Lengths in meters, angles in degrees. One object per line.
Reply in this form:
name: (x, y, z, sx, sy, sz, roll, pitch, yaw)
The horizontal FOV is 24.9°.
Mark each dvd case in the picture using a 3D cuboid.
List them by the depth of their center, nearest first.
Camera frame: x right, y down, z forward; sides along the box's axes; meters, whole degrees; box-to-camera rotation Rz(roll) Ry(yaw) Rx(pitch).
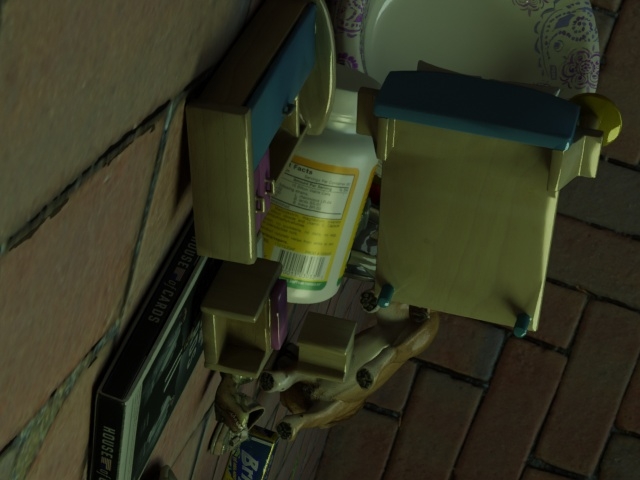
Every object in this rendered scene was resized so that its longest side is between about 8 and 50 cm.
dvd case: (-0.129, 0.093, 1.184, 0.179, 0.029, 0.239, 103, 9, -47)

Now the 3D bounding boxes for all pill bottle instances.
pill bottle: (-0.012, -0.057, 1.352, 0.117, 0.117, 0.208, -56, 163, -68)

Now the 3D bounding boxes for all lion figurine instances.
lion figurine: (0.063, 0.160, 2.015, 0.392, 0.142, 0.240, -30, 171, 37)

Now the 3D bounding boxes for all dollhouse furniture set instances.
dollhouse furniture set: (0.075, -0.035, 1.139, 0.198, 0.303, 0.286, -63, 159, -49)

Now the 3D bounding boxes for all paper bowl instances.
paper bowl: (0.128, -0.187, 1.480, 0.148, 0.284, 0.284, -8, -119, 70)

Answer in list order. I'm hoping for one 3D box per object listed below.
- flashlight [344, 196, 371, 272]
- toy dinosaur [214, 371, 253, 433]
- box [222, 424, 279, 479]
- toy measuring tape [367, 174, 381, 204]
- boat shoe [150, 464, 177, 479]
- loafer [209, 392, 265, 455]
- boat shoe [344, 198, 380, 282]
flashlight: (0.000, 0.000, 1.737, 0.103, 0.103, 0.304, -25, 165, -11)
toy dinosaur: (-0.067, 0.090, 1.597, 0.268, 0.064, 0.118, -67, 179, -52)
box: (-0.108, 0.340, 1.989, 0.059, 0.054, 0.169, -32, 139, -81)
toy measuring tape: (0.093, -0.116, 2.110, 0.121, 0.121, 0.330, -49, 156, -74)
boat shoe: (-0.159, 0.262, 1.382, 0.065, 0.075, 0.206, -27, 174, -5)
loafer: (-0.100, 0.227, 1.776, 0.125, 0.039, 0.045, -59, 167, -64)
boat shoe: (0.127, -0.004, 2.027, 0.355, 0.132, 0.130, 8, 97, -47)
